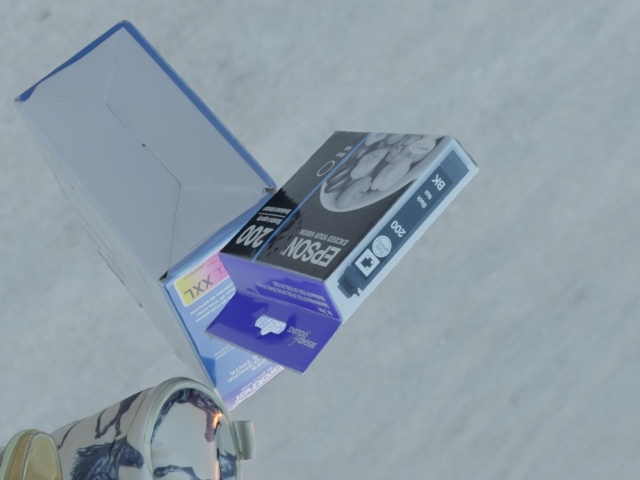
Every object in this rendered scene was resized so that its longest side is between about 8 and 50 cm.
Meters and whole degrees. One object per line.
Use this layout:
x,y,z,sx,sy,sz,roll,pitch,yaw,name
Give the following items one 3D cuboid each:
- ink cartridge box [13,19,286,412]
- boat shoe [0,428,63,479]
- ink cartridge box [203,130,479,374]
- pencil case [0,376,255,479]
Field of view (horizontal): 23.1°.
-0.142,-0.001,1.624,0.151,0.270,0.395,-35,153,-12,ink cartridge box
-0.250,0.260,1.406,0.068,0.190,0.072,15,155,-40,boat shoe
0.000,0.000,1.222,0.208,0.045,0.206,-49,-158,-13,ink cartridge box
-0.270,0.270,1.642,0.410,0.160,0.183,-21,179,27,pencil case
